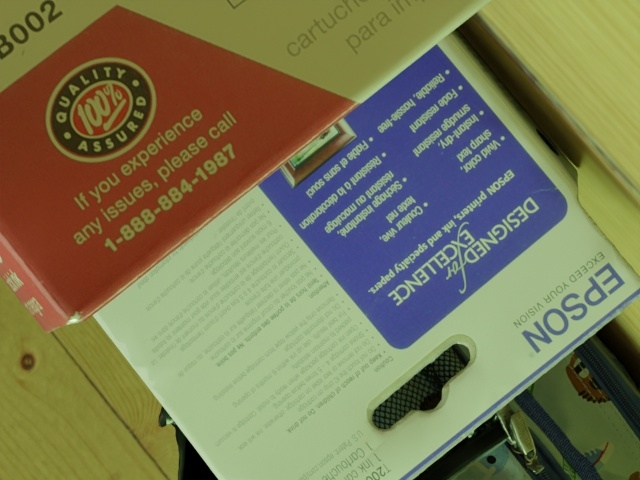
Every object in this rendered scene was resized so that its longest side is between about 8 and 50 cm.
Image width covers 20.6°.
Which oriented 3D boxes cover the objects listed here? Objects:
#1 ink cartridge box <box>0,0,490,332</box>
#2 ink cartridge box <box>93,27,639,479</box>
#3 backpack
[{"bbox_3d":[-0.089,-0.143,0.545,0.283,0.207,0.117,52,172,-5],"label":"ink cartridge box"},{"bbox_3d":[0.000,0.000,0.746,0.208,0.206,0.045,52,-159,8],"label":"ink cartridge box"},{"bbox_3d":[0.066,0.128,0.922,0.263,0.213,0.276,59,180,7],"label":"backpack"}]
